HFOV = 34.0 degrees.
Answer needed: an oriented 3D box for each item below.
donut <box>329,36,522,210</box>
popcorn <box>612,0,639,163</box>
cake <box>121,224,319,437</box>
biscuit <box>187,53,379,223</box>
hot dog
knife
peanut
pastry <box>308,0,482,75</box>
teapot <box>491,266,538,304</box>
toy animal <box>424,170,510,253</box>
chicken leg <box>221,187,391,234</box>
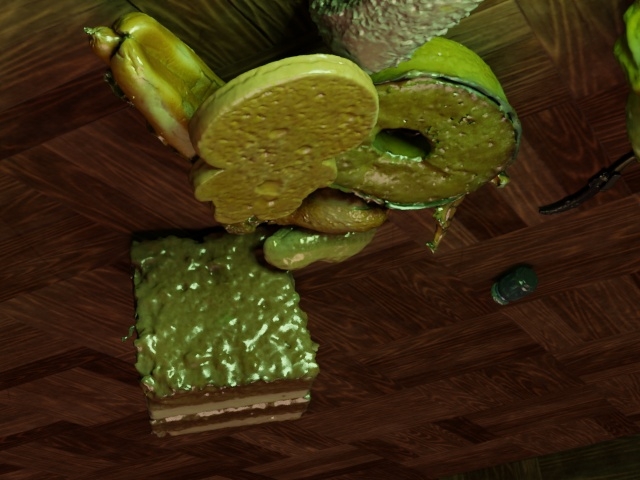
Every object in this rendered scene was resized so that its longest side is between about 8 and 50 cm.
[{"bbox_3d":[0.096,-0.145,1.234,0.272,0.107,0.272,-5,150,-3],"label":"donut"},{"bbox_3d":[0.450,-0.168,1.010,0.321,0.326,0.290,-8,153,21],"label":"popcorn"},{"bbox_3d":[-0.150,0.146,1.613,0.282,0.256,0.290,-7,159,-5],"label":"cake"},{"bbox_3d":[-0.047,-0.105,1.129,0.202,0.044,0.289,-8,156,-18],"label":"biscuit"},{"bbox_3d":[-0.161,-0.161,1.111,0.072,0.109,0.269,-8,158,19],"label":"hot dog"},{"bbox_3d":[0.413,-0.082,1.540,0.045,0.021,0.222,13,149,-31],"label":"knife"},{"bbox_3d":[0.000,0.000,1.510,0.174,0.080,0.080,-15,158,-18],"label":"peanut"},{"bbox_3d":[0.093,-0.245,1.003,0.102,0.112,0.265,20,144,-32],"label":"pastry"},{"bbox_3d":[0.342,0.074,1.837,0.049,0.064,0.083,38,141,-14],"label":"teapot"},{"bbox_3d":[0.170,-0.069,1.441,0.116,0.114,0.255,-36,171,-7],"label":"toy animal"},{"bbox_3d":[-0.021,-0.044,1.437,0.251,0.087,0.107,-8,145,17],"label":"chicken leg"}]
